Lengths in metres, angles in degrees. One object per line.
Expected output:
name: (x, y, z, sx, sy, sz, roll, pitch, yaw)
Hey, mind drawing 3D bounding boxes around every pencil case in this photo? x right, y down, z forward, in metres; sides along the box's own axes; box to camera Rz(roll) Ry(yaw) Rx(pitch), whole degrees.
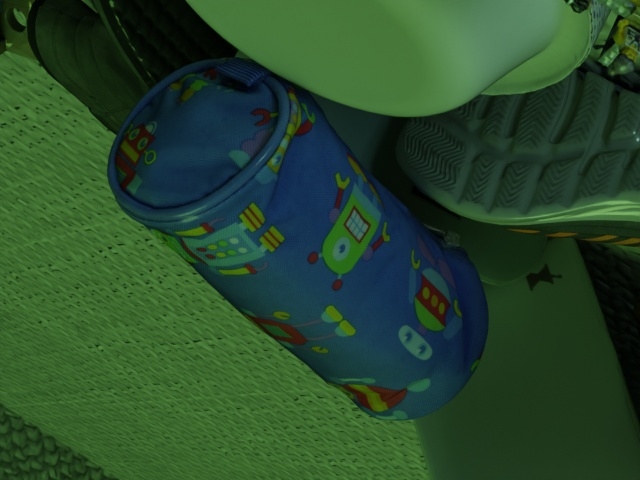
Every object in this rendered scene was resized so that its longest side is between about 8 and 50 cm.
pencil case: (0.000, 0.000, 1.224, 0.119, 0.133, 0.306, 24, 167, 41)

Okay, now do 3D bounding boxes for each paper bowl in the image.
paper bowl: (0.023, -0.175, 1.051, 0.284, 0.148, 0.284, 26, 162, 9)

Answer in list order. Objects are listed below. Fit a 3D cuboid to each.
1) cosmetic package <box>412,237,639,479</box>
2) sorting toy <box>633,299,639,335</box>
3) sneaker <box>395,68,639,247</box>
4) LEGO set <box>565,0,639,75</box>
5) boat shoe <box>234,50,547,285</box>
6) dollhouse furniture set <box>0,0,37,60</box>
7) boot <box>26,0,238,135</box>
cosmetic package: (0.201, 0.216, 1.601, 0.161, 0.230, 0.453, -19, 146, 7)
sorting toy: (0.304, 0.141, 1.578, 0.126, 0.127, 0.365, 50, 173, 27)
sneaker: (0.206, -0.010, 1.246, 0.321, 0.125, 0.180, 13, 155, 36)
LEGO set: (0.205, -0.142, 0.783, 0.331, 0.192, 0.255, 34, 153, -15)
boat shoe: (0.033, -0.061, 1.380, 0.306, 0.113, 0.105, 24, 174, -41)
dollhouse furniture set: (-0.301, -0.208, 1.494, 0.129, 0.129, 0.184, 18, 128, 25)
boot: (-0.136, -0.144, 1.404, 0.222, 0.118, 0.338, 21, 155, 36)
